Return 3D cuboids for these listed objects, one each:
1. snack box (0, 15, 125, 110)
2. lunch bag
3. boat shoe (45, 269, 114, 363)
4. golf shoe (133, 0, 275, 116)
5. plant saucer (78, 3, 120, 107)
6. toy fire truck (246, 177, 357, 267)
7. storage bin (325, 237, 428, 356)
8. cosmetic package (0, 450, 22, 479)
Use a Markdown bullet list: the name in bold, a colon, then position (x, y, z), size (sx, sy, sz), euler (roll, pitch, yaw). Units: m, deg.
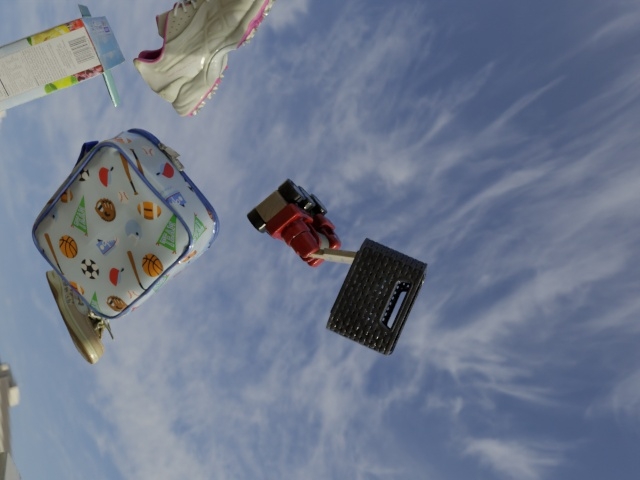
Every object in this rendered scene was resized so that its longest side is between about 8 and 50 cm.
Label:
- **snack box**: position (-0.352, -0.202, 0.862), size (0.174, 0.207, 0.070), euler (-114, -177, -71)
- **lunch bag**: position (-0.317, -0.030, 1.162), size (0.303, 0.115, 0.243), euler (-39, -88, 31)
- **boat shoe**: position (-0.494, 0.140, 1.503), size (0.285, 0.089, 0.104), euler (49, -27, 41)
- **golf shoe**: position (-0.170, -0.337, 1.108), size (0.306, 0.140, 0.115), euler (-50, -164, 18)
- **plant saucer**: position (-0.420, -0.352, 1.381), size (0.067, 0.018, 0.192), euler (-124, -161, -47)
- **toy fire truck**: position (0.000, 0.000, 1.517), size (0.158, 0.217, 0.246), euler (-40, -110, 9)
- **storage bin**: position (0.076, 0.076, 0.931), size (0.084, 0.180, 0.122), euler (23, -94, 9)
- **cosmetic package**: position (-0.526, 0.475, 1.027), size (0.113, 0.160, 0.309), euler (95, -14, -46)
